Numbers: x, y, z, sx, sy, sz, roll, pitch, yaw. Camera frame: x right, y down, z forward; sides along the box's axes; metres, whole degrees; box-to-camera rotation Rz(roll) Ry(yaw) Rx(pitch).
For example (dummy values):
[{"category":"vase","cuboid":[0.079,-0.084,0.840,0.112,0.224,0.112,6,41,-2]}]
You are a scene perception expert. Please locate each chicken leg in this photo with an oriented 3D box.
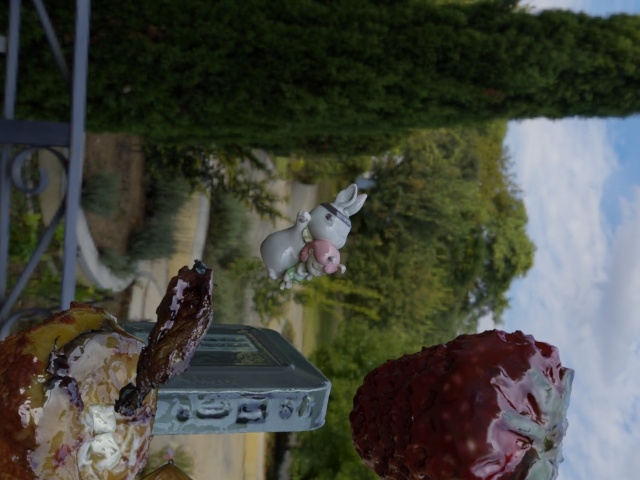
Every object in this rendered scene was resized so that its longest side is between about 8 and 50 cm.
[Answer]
[{"category":"chicken leg","cuboid":[-0.072,0.048,0.330,0.021,0.036,0.083,31,79,-38]}]

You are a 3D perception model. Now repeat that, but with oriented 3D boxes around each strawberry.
[{"category":"strawberry","cuboid":[0.196,0.281,1.066,0.295,0.345,0.317,19,79,-60]}]

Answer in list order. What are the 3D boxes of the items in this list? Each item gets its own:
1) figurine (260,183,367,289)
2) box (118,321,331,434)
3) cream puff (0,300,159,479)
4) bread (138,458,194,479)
[{"category":"figurine","cuboid":[0.004,0.005,0.872,0.098,0.146,0.081,66,17,16]},{"category":"box","cuboid":[-0.220,0.237,1.255,0.396,0.396,0.111,-158,-107,-67]},{"category":"cream puff","cuboid":[-0.282,0.188,0.760,0.240,0.164,0.239,-32,127,-58]},{"category":"bread","cuboid":[-0.269,0.532,1.221,0.210,0.235,0.099,-37,156,-19]}]
